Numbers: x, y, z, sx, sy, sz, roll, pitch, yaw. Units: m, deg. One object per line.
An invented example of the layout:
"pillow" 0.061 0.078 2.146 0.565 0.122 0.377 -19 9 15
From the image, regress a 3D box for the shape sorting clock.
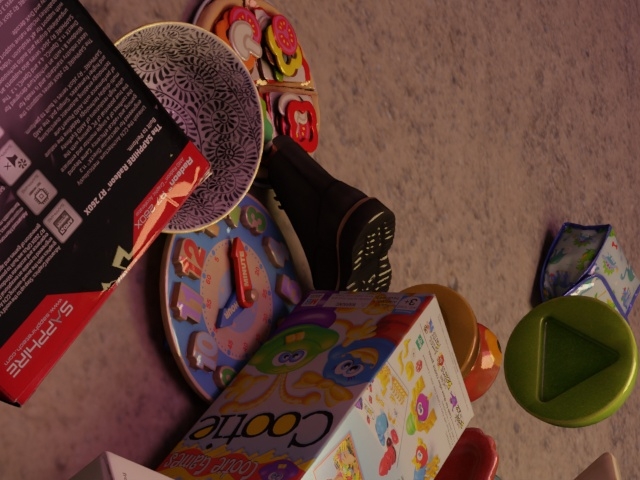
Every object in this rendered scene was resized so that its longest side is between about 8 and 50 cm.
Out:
"shape sorting clock" -0.074 0.053 1.154 0.206 0.040 0.206 20 65 -51

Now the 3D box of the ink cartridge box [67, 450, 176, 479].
"ink cartridge box" -0.112 0.257 0.860 0.237 0.172 0.100 35 23 -45

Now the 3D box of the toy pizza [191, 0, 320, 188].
"toy pizza" -0.055 -0.150 1.245 0.201 0.032 0.201 20 65 -51

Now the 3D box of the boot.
"boot" 0.000 0.000 1.241 0.077 0.137 0.198 -29 148 -34

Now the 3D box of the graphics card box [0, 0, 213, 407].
"graphics card box" -0.260 -0.096 0.836 0.233 0.094 0.371 -54 127 -23

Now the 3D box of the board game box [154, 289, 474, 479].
"board game box" -0.001 0.179 1.100 0.275 0.142 0.144 -48 128 -44

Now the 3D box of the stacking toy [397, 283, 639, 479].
"stacking toy" 0.194 0.201 1.298 0.130 0.279 0.309 42 46 -55

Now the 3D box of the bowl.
"bowl" -0.137 -0.091 1.055 0.170 0.080 0.170 -2 93 -37

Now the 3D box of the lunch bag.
"lunch bag" 0.352 0.071 1.709 0.151 0.096 0.129 -56 129 -28
